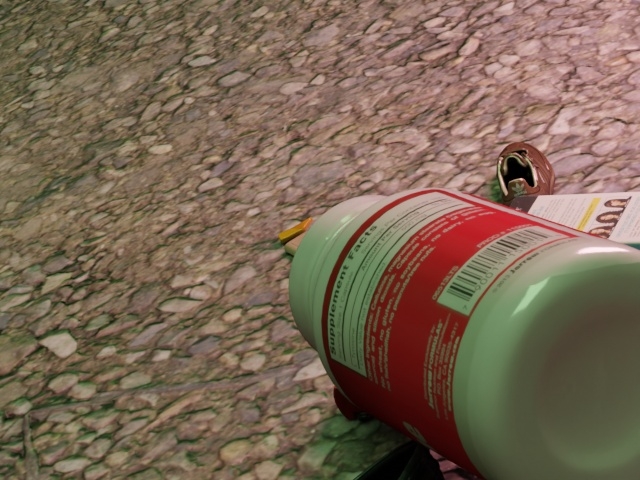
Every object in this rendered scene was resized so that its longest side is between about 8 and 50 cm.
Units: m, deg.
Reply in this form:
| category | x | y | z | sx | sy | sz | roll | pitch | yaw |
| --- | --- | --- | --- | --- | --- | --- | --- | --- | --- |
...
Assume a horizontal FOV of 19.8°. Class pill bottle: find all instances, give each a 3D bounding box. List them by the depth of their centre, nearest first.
| category | x | y | z | sx | sy | sz | roll | pitch | yaw |
| --- | --- | --- | --- | --- | --- | --- | --- | --- | --- |
| pill bottle | 0.136 | 0.078 | 1.640 | 0.229 | 0.229 | 0.407 | -32 | 24 | -18 |

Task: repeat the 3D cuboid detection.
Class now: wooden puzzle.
| category | x | y | z | sx | sy | sz | roll | pitch | yaw |
| --- | --- | --- | --- | --- | --- | --- | --- | --- | --- |
| wooden puzzle | 0.000 | 0.000 | 2.202 | 0.078 | 0.014 | 0.116 | -33 | 29 | -11 |

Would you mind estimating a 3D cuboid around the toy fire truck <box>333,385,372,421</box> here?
| category | x | y | z | sx | sy | sz | roll | pitch | yaw |
| --- | --- | --- | --- | --- | --- | --- | --- | --- | --- |
| toy fire truck | 0.117 | 0.118 | 1.877 | 0.192 | 0.047 | 0.135 | -10 | 30 | 23 |

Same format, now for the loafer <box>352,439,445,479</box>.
| category | x | y | z | sx | sy | sz | roll | pitch | yaw |
| --- | --- | --- | --- | --- | --- | --- | --- | --- | --- |
| loafer | 0.015 | 0.258 | 1.667 | 0.223 | 0.078 | 0.076 | -32 | 29 | -19 |

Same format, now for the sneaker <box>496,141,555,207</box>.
| category | x | y | z | sx | sy | sz | roll | pitch | yaw |
| --- | --- | --- | --- | --- | --- | --- | --- | --- | --- |
| sneaker | 0.234 | -0.080 | 2.117 | 0.066 | 0.071 | 0.188 | -18 | 29 | 7 |

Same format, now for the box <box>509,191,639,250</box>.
| category | x | y | z | sx | sy | sz | roll | pitch | yaw |
| --- | --- | --- | --- | --- | --- | --- | --- | --- | --- |
| box | 0.304 | 0.000 | 1.939 | 0.244 | 0.060 | 0.100 | -1 | 34 | 33 |
